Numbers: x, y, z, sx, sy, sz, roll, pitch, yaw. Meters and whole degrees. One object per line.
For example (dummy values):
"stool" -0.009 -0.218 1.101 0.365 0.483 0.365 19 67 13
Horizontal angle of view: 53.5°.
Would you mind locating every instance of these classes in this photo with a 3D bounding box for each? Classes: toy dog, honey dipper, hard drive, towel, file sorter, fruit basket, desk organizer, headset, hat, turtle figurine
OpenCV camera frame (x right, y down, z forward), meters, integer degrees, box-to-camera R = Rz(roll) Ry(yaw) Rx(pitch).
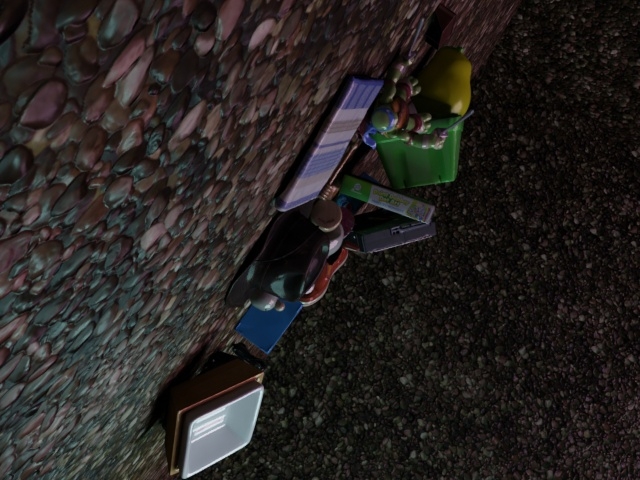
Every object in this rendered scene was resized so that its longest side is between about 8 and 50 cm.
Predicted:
"toy dog" -0.025 0.061 1.654 0.334 0.161 0.220 -55 174 3
"honey dipper" 0.042 -0.170 1.533 0.161 0.030 0.030 -57 174 -5
"hard drive" 0.181 -0.037 1.981 0.236 0.064 0.339 -15 -169 -16
"towel" 0.016 -0.187 1.211 0.285 0.034 0.209 -59 171 22
"file sorter" -0.145 0.217 1.819 0.170 0.118 0.104 -54 178 -5
"fruit basket" 0.289 -0.342 1.765 0.392 0.282 0.393 -7 90 -76
"desk organizer" 0.275 -0.491 1.468 0.050 0.047 0.130 -52 174 2
"headset" -0.295 0.401 1.783 0.394 0.185 0.243 -17 141 -55
"hat" -0.063 0.048 1.429 0.331 0.134 0.331 -54 175 -7
"turtle figurine" 0.218 -0.301 1.376 0.275 0.197 0.266 -53 179 20

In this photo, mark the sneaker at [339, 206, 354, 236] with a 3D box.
"sneaker" 0.000 0.000 1.868 0.252 0.103 0.111 -45 175 -23

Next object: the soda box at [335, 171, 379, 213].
"soda box" 0.117 -0.146 2.047 0.071 0.067 0.210 -58 174 32

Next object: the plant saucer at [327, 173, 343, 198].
"plant saucer" 0.041 -0.143 1.725 0.083 0.015 0.083 -54 174 -8

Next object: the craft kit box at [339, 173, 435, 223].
"craft kit box" 0.184 -0.120 1.750 0.246 0.249 0.061 -30 140 -83

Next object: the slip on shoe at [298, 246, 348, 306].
"slip on shoe" -0.004 0.115 2.428 0.331 0.123 0.101 -51 150 -30

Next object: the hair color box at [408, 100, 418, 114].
"hair color box" 0.352 -0.453 2.044 0.167 0.093 0.053 -56 174 7

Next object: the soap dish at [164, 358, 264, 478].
"soap dish" -0.268 0.431 1.553 0.228 0.118 0.291 -20 142 -35
